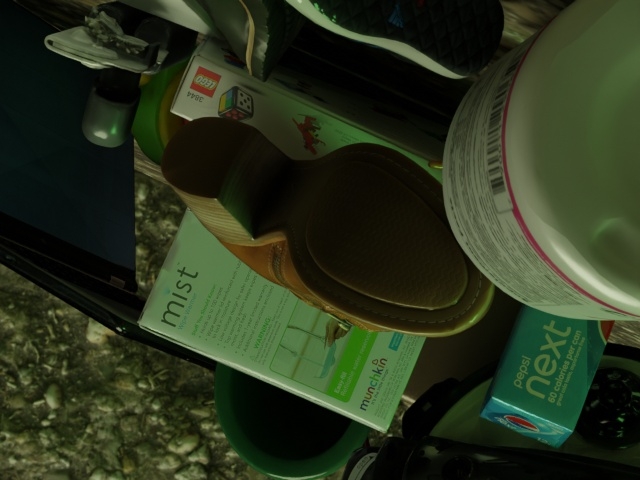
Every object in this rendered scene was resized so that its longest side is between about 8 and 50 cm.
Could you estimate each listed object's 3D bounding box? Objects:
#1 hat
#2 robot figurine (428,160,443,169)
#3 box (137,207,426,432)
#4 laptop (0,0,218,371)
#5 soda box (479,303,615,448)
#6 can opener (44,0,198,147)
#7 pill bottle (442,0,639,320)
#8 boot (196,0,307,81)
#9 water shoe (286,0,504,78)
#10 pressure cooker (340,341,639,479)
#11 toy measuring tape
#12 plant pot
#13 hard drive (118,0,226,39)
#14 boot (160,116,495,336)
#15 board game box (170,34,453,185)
[{"bbox_3d":[0.011,0.151,1.681,0.173,0.208,0.183,18,-176,26],"label":"hat"},{"bbox_3d":[0.169,-0.030,1.141,0.158,0.128,0.219,30,-177,44],"label":"robot figurine"},{"bbox_3d":[0.000,0.000,1.484,0.231,0.262,0.127,22,176,2],"label":"box"},{"bbox_3d":[-0.199,-0.054,1.762,0.408,0.236,0.382,28,179,29],"label":"laptop"},{"bbox_3d":[0.199,0.053,1.382,0.071,0.210,0.067,23,162,4],"label":"soda box"},{"bbox_3d":[-0.152,-0.141,1.327,0.074,0.093,0.280,18,-165,1],"label":"can opener"},{"bbox_3d":[0.150,-0.038,0.890,0.160,0.160,0.283,23,176,-4],"label":"pill bottle"},{"bbox_3d":[-0.076,-0.177,1.056,0.137,0.076,0.198,27,163,8],"label":"boot"},{"bbox_3d":[0.015,-0.141,0.933,0.080,0.073,0.203,22,176,44],"label":"water shoe"},{"bbox_3d":[0.226,0.291,1.536,0.375,0.370,0.420,58,168,26],"label":"pressure cooker"},{"bbox_3d":[-0.080,-0.099,1.683,0.330,0.121,0.121,27,174,-41],"label":"toy measuring tape"},{"bbox_3d":[0.134,0.057,1.711,0.263,0.229,0.263,22,176,2],"label":"plant pot"},{"bbox_3d":[-0.222,-0.235,1.232,0.308,0.040,0.203,22,176,16],"label":"hard drive"},{"bbox_3d":[0.039,0.024,1.177,0.283,0.109,0.220,18,165,38],"label":"boot"},{"bbox_3d":[0.043,-0.076,1.326,0.305,0.053,0.193,24,-165,-4],"label":"board game box"}]
